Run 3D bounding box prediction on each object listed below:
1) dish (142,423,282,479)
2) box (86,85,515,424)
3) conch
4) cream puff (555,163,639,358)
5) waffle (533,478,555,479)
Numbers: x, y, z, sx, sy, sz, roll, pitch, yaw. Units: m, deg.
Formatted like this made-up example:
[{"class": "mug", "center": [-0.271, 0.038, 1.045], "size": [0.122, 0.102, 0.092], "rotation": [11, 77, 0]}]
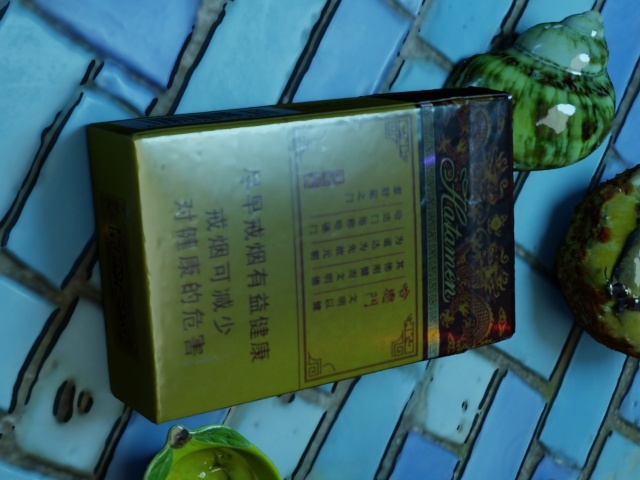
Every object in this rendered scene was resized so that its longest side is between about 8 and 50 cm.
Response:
[{"class": "dish", "center": [-0.116, 0.248, 1.088], "size": [0.148, 0.080, 0.208], "rotation": [-29, 115, -24]}, {"class": "box", "center": [0.001, 0.000, 1.095], "size": [0.415, 0.115, 0.265], "rotation": [-11, 104, -31]}, {"class": "conch", "center": [0.237, -0.161, 1.240], "size": [0.187, 0.124, 0.182], "rotation": [17, 83, -25]}, {"class": "cream puff", "center": [0.379, 0.021, 1.350], "size": [0.240, 0.164, 0.240], "rotation": [-19, 124, -30]}, {"class": "waffle", "center": [0.248, 0.431, 1.387], "size": [0.260, 0.069, 0.293], "rotation": [46, 71, -33]}]
